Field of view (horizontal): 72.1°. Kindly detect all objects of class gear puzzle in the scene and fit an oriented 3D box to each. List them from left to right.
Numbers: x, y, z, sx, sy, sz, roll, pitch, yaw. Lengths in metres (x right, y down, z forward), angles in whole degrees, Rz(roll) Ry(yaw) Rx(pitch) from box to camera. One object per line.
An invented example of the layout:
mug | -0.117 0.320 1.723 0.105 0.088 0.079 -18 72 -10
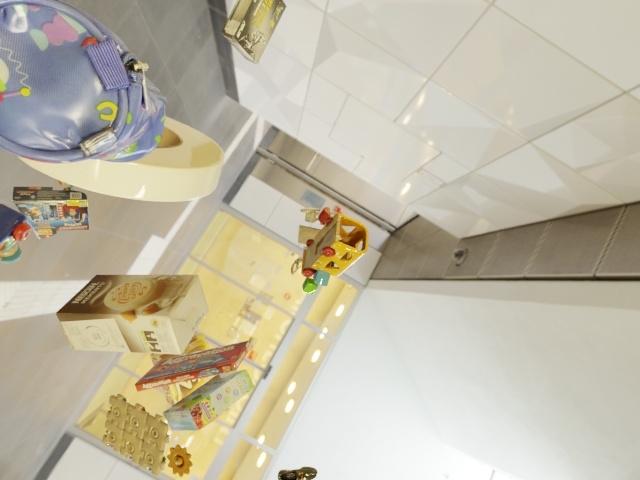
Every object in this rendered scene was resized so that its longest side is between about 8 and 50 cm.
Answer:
gear puzzle | -0.493 0.570 1.272 0.044 0.339 0.175 2 101 -64

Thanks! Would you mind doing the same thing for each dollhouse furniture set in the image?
dollhouse furniture set | 0.000 0.000 1.688 0.161 0.242 0.212 -13 112 -54

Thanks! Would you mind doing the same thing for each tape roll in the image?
tape roll | -0.390 -0.195 0.880 0.392 0.392 0.072 -69 -179 -68

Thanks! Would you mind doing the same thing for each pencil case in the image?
pencil case | -0.226 -0.138 0.440 0.306 0.133 0.119 -145 -137 -72

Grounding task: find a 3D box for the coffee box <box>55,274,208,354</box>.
coffee box | -0.379 0.147 0.903 0.141 0.247 0.098 -72 157 -59

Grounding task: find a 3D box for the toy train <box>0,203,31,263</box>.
toy train | -0.711 0.052 0.897 0.143 0.105 0.248 -51 -166 46

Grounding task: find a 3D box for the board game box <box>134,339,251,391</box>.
board game box | -0.341 0.339 1.198 0.282 0.027 0.145 -14 -173 9

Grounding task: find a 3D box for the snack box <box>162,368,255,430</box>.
snack box | -0.323 0.462 1.277 0.175 0.070 0.207 -25 180 43

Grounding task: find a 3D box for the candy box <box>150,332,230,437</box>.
candy box | -0.468 0.517 1.594 0.088 0.316 0.183 -8 -169 46

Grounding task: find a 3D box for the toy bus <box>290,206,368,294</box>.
toy bus | 0.029 0.032 1.028 0.190 0.104 0.202 -66 -161 5

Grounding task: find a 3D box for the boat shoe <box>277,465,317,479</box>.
boat shoe | -0.074 0.773 1.441 0.042 0.133 0.048 129 -41 -81

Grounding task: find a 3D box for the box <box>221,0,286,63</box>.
box | -0.218 -0.740 1.467 0.231 0.056 0.183 -62 162 3

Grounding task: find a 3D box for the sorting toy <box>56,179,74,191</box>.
sorting toy | -0.950 -0.280 1.583 0.046 0.274 0.132 -19 154 -11

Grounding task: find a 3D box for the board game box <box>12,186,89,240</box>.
board game box | -0.843 -0.082 1.392 0.194 0.194 0.060 -60 -139 45
